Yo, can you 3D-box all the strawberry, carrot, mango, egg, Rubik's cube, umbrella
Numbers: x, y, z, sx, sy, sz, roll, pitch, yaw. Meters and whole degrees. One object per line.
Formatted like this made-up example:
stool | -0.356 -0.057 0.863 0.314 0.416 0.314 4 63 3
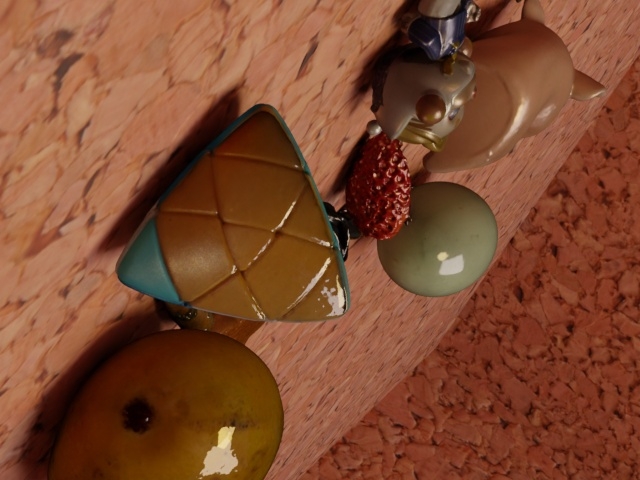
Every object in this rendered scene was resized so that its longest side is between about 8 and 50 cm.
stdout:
strawberry | 0.074 -0.080 2.025 0.082 0.121 0.188 -29 144 -24
carrot | -0.178 0.082 1.761 0.049 0.049 0.254 -48 163 -6
mango | -0.204 0.282 1.787 0.300 0.232 0.445 -24 156 -27
egg | 0.207 -0.004 2.450 0.203 0.203 0.283 -56 165 28
Rubik's cube | -0.060 0.001 1.520 0.254 0.254 0.254 -46 167 -14
umbrella | 0.000 0.000 1.989 0.118 0.118 0.340 -50 172 2

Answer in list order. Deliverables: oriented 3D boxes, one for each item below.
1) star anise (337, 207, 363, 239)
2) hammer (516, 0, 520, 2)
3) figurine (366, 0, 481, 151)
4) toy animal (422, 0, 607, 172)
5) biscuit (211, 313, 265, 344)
star anise | 0.080 -0.053 2.203 0.168 0.057 0.168 -47 167 -14
hammer | 0.290 -0.381 2.049 0.062 0.017 0.182 -50 169 6
figurine | 0.139 -0.230 1.740 0.274 0.133 0.194 96 13 -60
toy animal | 0.265 -0.217 2.051 0.213 0.195 0.256 -37 180 37
biscuit | -0.179 0.174 2.007 0.334 0.047 0.202 -45 168 -6
